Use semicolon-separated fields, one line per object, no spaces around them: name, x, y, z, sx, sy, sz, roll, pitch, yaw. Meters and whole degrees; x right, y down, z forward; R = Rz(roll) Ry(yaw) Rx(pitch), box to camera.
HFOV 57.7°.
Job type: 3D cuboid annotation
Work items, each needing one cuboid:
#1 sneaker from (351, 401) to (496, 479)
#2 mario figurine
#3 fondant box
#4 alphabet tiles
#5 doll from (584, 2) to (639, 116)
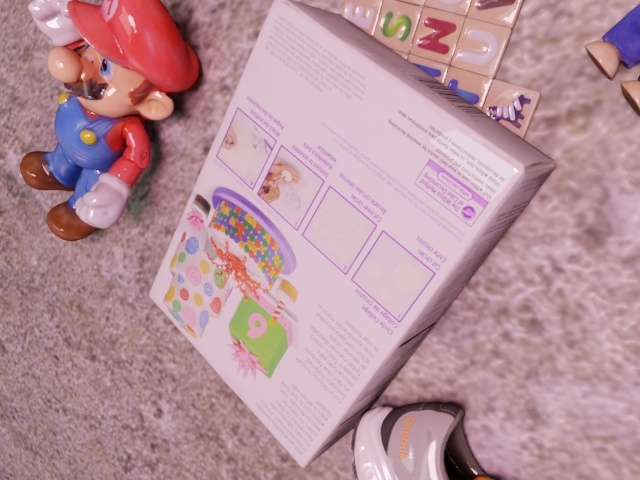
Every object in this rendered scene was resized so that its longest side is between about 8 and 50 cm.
sneaker;0.119;0.266;0.487;0.108;0.100;0.272;-25;83;29
mario figurine;-0.265;-0.141;0.633;0.198;0.170;0.320;32;128;-12
fondant box;0.000;0.000;0.518;0.238;0.096;0.330;42;119;21
alphabet tiles;0.082;-0.117;0.507;0.198;0.009;0.237;27;112;28
doll;0.270;-0.154;0.353;0.189;0.046;0.129;-39;66;25
